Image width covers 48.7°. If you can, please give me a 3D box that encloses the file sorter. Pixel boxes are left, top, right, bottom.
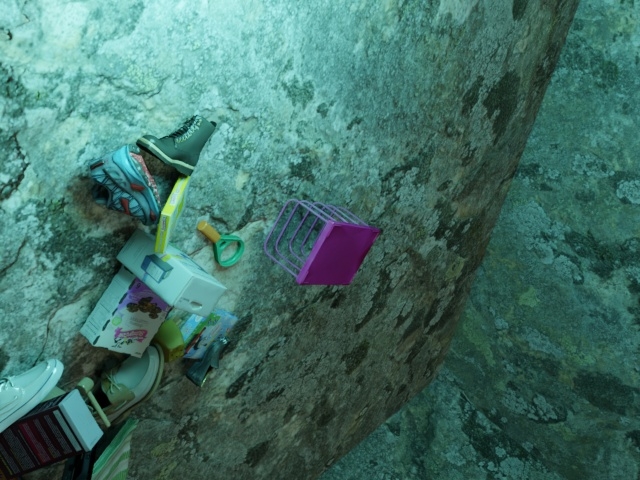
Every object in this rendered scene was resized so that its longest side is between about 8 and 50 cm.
[{"bbox_3d":[0.000,0.000,2.103,0.291,0.182,0.202,6,116,-59],"label":"file sorter"}]

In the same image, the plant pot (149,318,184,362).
[{"bbox_3d":[-0.403,0.273,1.866,0.081,0.083,0.081,-26,138,-40],"label":"plant pot"}]

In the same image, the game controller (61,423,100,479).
[{"bbox_3d":[-0.612,0.590,1.806,0.067,0.319,0.166,31,100,-20],"label":"game controller"}]

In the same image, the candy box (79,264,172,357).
[{"bbox_3d":[-0.458,0.174,1.716,0.196,0.070,0.165,-58,145,0],"label":"candy box"}]

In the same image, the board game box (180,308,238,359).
[{"bbox_3d":[-0.337,0.269,2.044,0.160,0.039,0.211,-53,159,1],"label":"board game box"}]

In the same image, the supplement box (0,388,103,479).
[{"bbox_3d":[-0.636,0.444,1.611,0.240,0.130,0.073,-22,-167,14],"label":"supplement box"}]

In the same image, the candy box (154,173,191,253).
[{"bbox_3d":[-0.328,-0.069,1.580,0.205,0.027,0.105,-83,-168,-57],"label":"candy box"}]

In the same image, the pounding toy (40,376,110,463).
[{"bbox_3d":[-0.602,0.424,1.683,0.206,0.181,0.094,-67,170,25],"label":"pounding toy"}]

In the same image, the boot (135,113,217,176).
[{"bbox_3d":[-0.308,-0.229,1.523,0.137,0.077,0.198,-58,165,1],"label":"boot"}]

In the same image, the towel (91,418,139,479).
[{"bbox_3d":[-0.616,0.699,2.044,0.248,0.038,0.324,-58,169,-60],"label":"towel"}]

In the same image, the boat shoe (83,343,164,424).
[{"bbox_3d":[-0.512,0.378,1.821,0.103,0.113,0.302,13,125,-45],"label":"boat shoe"}]

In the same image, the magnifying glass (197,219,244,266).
[{"bbox_3d":[-0.267,0.005,1.884,0.092,0.026,0.231,-49,151,-7],"label":"magnifying glass"}]

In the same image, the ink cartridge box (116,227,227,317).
[{"bbox_3d":[-0.346,0.078,1.653,0.093,0.212,0.154,-54,151,2],"label":"ink cartridge box"}]

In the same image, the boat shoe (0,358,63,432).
[{"bbox_3d":[-0.696,0.349,1.574,0.258,0.095,0.084,-44,125,-19],"label":"boat shoe"}]

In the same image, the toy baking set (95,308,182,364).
[{"bbox_3d":[-0.476,0.242,1.849,0.256,0.030,0.196,-31,142,-35],"label":"toy baking set"}]

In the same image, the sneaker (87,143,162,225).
[{"bbox_3d":[-0.415,-0.110,1.492,0.125,0.104,0.261,-16,152,-6],"label":"sneaker"}]

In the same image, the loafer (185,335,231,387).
[{"bbox_3d":[-0.319,0.357,2.082,0.170,0.061,0.062,-49,158,-1],"label":"loafer"}]

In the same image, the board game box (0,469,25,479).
[{"bbox_3d":[-0.787,0.794,1.669,0.356,0.356,0.356,-37,148,-25],"label":"board game box"}]
